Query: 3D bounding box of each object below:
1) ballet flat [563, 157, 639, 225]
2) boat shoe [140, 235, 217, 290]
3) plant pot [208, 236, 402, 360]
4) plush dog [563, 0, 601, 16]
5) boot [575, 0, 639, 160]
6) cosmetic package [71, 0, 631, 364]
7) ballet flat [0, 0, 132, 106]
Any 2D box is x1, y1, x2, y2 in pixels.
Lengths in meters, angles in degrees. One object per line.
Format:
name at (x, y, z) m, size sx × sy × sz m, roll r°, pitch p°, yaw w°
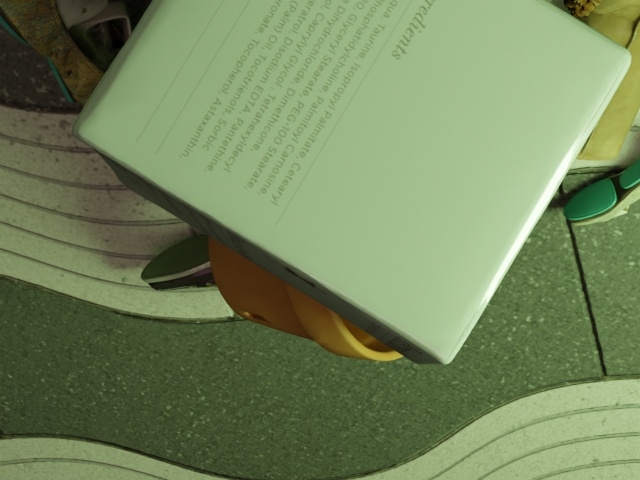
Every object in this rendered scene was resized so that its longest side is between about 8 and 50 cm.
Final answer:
ballet flat at (0.381, -0.058, 1.627) m, size 0.052 × 0.057 × 0.168 m, roll 31°, pitch 132°, yaw -32°
boat shoe at (-0.138, 0.031, 1.783) m, size 0.227 × 0.081 × 0.069 m, roll -18°, pitch 124°, yaw 22°
plant pot at (0.000, 0.000, 1.616) m, size 0.203 × 0.291 × 0.291 m, roll -2°, pitch 136°, yaw 36°
plush dog at (0.193, -0.324, 1.242) m, size 0.262 × 0.225 × 0.210 m, roll 11°, pitch 137°, yaw -40°
boot at (0.372, -0.197, 1.477) m, size 0.236 × 0.089 × 0.270 m, roll 22°, pitch 134°, yaw 4°
cosmetic package at (0.028, -0.114, 1.286) m, size 0.393 × 0.327 × 0.329 m, roll 31°, pitch 175°, yaw 3°
ballet flat at (-0.276, -0.251, 1.447) m, size 0.123 × 0.123 × 0.348 m, roll 1°, pitch 163°, yaw 9°
